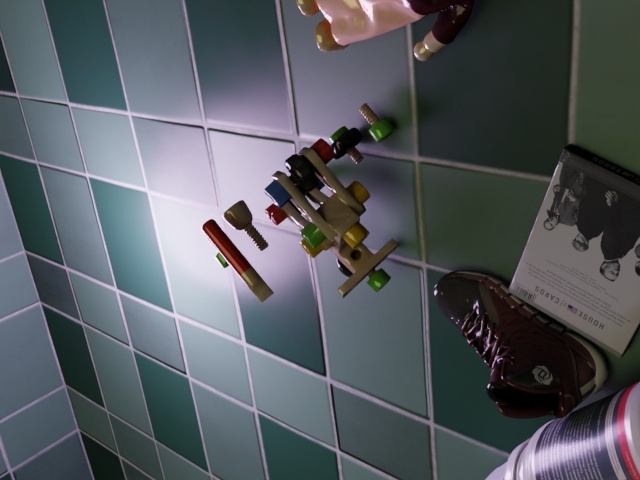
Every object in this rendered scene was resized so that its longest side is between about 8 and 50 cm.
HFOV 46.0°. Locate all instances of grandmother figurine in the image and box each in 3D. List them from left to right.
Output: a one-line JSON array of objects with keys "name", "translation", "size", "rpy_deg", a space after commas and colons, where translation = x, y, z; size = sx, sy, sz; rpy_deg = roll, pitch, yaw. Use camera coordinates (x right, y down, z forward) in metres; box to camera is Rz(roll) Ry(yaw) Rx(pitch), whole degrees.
[{"name": "grandmother figurine", "translation": [0.122, -0.337, 0.974], "size": [0.342, 0.104, 0.208], "rpy_deg": [1, 140, 42]}]

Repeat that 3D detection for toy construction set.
[{"name": "toy construction set", "translation": [0.000, 0.000, 1.153], "size": [0.237, 0.309, 0.257], "rpy_deg": [51, 147, 3]}]

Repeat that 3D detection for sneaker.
[{"name": "sneaker", "translation": [0.250, 0.150, 1.067], "size": [0.281, 0.162, 0.106], "rpy_deg": [31, 131, 30]}]

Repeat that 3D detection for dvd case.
[{"name": "dvd case", "translation": [0.358, 0.017, 0.982], "size": [0.179, 0.029, 0.239], "rpy_deg": [34, 133, 28]}]

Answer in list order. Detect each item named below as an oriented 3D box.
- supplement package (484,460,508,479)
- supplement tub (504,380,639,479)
[{"name": "supplement package", "translation": [0.354, 0.461, 1.163], "size": [0.244, 0.133, 0.139], "rpy_deg": [47, 138, 15]}, {"name": "supplement tub", "translation": [0.392, 0.306, 0.989], "size": [0.191, 0.191, 0.272], "rpy_deg": [53, 139, 8]}]
